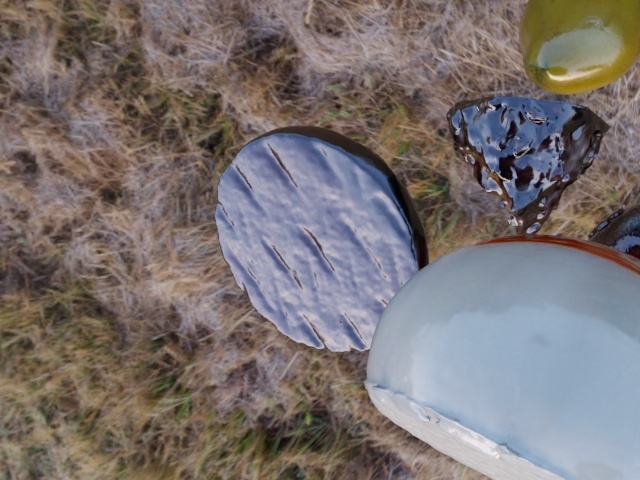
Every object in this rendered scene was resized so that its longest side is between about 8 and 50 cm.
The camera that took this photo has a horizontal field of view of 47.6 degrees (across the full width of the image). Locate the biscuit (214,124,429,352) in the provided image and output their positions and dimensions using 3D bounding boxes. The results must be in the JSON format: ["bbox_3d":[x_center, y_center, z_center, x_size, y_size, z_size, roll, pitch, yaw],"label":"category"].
[{"bbox_3d":[0.000,0.000,1.233,0.407,0.091,0.408,15,119,28],"label":"biscuit"}]

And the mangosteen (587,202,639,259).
[{"bbox_3d":[0.600,0.068,1.284,0.287,0.288,0.288,1,93,23],"label":"mangosteen"}]

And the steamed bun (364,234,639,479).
[{"bbox_3d":[0.239,0.130,0.693,0.374,0.374,0.241,27,78,19],"label":"steamed bun"}]

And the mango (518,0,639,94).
[{"bbox_3d":[0.441,-0.352,1.237,0.211,0.317,0.173,2,130,23],"label":"mango"}]

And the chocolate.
[{"bbox_3d":[0.273,-0.093,1.020,0.206,0.224,0.177,8,89,34],"label":"chocolate"}]
